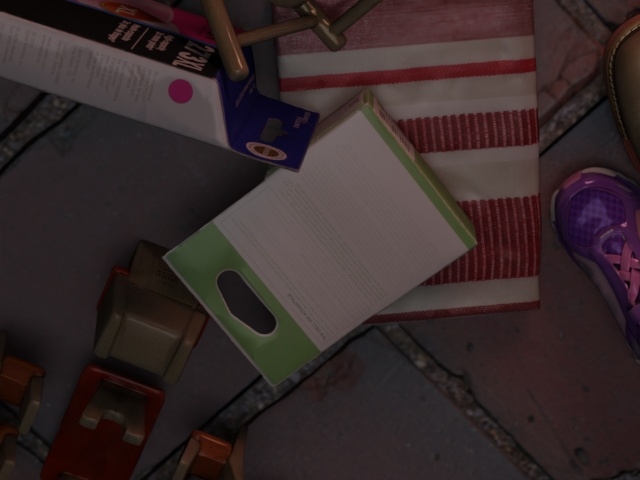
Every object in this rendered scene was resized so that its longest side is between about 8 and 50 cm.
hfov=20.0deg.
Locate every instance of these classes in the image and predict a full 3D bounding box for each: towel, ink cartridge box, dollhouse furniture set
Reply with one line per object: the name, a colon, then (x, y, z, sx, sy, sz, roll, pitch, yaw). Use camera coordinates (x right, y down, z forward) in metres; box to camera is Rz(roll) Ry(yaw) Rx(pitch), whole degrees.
towel: (0.083, -0.082, 1.671, 0.237, 0.037, 0.329, -4, 110, 0)
ink cartridge box: (0.000, 0.000, 1.648, 0.235, 0.056, 0.171, -35, 107, 13)
dollhouse furniture set: (-0.189, 0.146, 1.714, 0.262, 0.135, 0.259, 22, 118, -8)
ink cartridge box: (-0.177, -0.162, 1.540, 0.371, 0.176, 0.069, 20, 110, -1)

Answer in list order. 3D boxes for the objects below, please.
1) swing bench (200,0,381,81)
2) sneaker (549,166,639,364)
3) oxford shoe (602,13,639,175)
swing bench: (-0.013, -0.310, 1.470, 0.253, 0.165, 0.255, -35, 83, 37)
sneaker: (0.298, 0.040, 1.681, 0.095, 0.104, 0.236, -30, 106, 10)
oxford shoe: (0.389, -0.032, 1.635, 0.140, 0.146, 0.397, -34, 106, 10)
